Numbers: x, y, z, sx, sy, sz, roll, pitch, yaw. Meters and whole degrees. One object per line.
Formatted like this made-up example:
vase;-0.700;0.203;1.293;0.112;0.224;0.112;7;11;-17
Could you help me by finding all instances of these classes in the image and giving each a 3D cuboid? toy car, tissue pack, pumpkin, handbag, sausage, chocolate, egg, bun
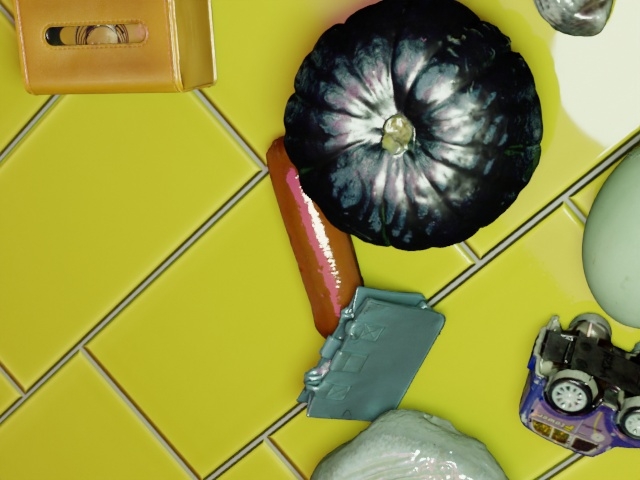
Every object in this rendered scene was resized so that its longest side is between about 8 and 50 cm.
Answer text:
toy car;0.409;0.232;1.559;0.235;0.172;0.158;24;127;8
tissue pack;-0.318;-0.323;1.642;0.275;0.145;0.194;1;107;19
pumpkin;0.129;-0.163;1.474;0.363;0.266;0.363;4;102;20
handbag;0.072;0.179;1.643;0.062;0.179;0.229;52;124;48
sausage;0.001;0.000;1.651;0.097;0.094;0.348;-17;101;-2
chocolate;0.319;-0.390;1.437;0.110;0.110;0.248;-22;94;22
egg;0.466;-0.012;1.439;0.203;0.203;0.282;19;112;12
bun;0.156;0.434;1.670;0.355;0.194;0.354;4;104;17
